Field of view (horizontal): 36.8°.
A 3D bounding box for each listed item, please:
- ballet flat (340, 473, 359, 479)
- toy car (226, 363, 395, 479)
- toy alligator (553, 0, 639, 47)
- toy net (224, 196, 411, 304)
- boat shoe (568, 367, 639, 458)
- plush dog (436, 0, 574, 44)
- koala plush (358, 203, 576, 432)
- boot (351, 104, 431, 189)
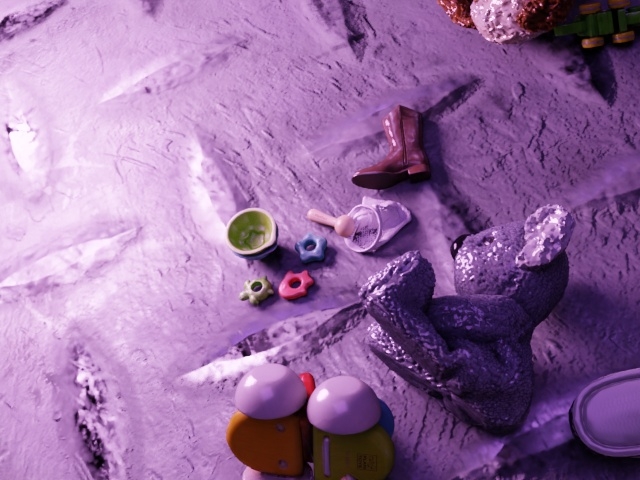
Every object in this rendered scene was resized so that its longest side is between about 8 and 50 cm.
[{"bbox_3d":[0.090,0.352,0.906,0.096,0.095,0.281,-13,75,-6],"label":"ballet flat"},{"bbox_3d":[-0.002,0.201,1.026,0.181,0.159,0.136,7,24,19],"label":"toy car"},{"bbox_3d":[0.404,-0.295,1.274,0.189,0.056,0.051,-9,16,10],"label":"toy alligator"},{"bbox_3d":[0.000,0.000,1.195,0.232,0.045,0.122,-15,55,6],"label":"toy net"},{"bbox_3d":[0.401,0.159,0.956,0.302,0.091,0.114,-4,77,11],"label":"boat shoe"},{"bbox_3d":[0.282,-0.364,1.293,0.225,0.210,0.262,-61,28,-8],"label":"plush dog"},{"bbox_3d":[0.186,0.067,1.028,0.203,0.196,0.221,38,73,20],"label":"koala plush"},{"bbox_3d":[0.087,-0.124,1.256,0.106,0.037,0.114,-5,59,-3],"label":"boot"}]
